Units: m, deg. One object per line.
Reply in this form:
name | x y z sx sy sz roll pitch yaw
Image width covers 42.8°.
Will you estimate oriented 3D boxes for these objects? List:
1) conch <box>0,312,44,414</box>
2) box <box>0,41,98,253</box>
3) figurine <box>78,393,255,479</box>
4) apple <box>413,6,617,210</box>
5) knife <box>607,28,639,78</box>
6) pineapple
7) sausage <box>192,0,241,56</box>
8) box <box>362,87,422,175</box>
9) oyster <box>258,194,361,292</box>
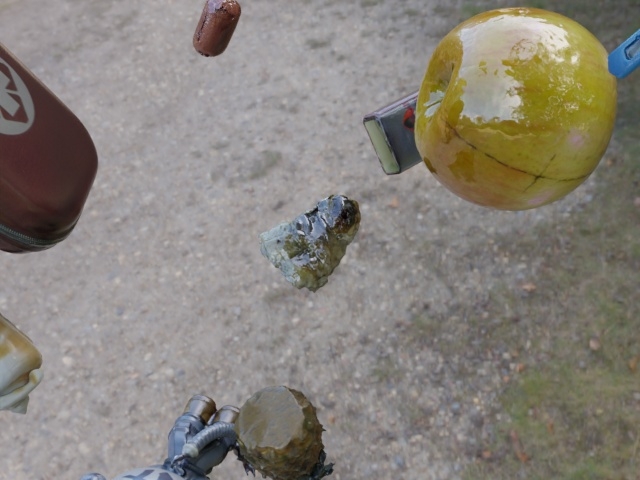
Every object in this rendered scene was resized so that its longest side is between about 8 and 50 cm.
conch | -0.513 0.169 1.189 0.158 0.255 0.127 -9 39 48
box | -0.449 -0.164 1.017 0.108 0.404 0.263 -29 34 23
figurine | -0.231 0.390 1.224 0.261 0.186 0.382 7 24 12
apple | 0.256 -0.174 1.102 0.233 0.286 0.286 12 39 -9
knife | 0.370 -0.239 0.722 0.026 0.296 0.044 -2 63 -37
pineapple | -0.042 0.322 1.216 0.128 0.248 0.128 -9 46 9
sausage | -0.209 -0.427 1.635 0.076 0.141 0.076 20 40 -18
box | 0.191 -0.213 1.445 0.224 0.120 0.069 -31 15 -24
oyster | -0.004 -0.014 1.538 0.161 0.107 0.233 46 52 9
